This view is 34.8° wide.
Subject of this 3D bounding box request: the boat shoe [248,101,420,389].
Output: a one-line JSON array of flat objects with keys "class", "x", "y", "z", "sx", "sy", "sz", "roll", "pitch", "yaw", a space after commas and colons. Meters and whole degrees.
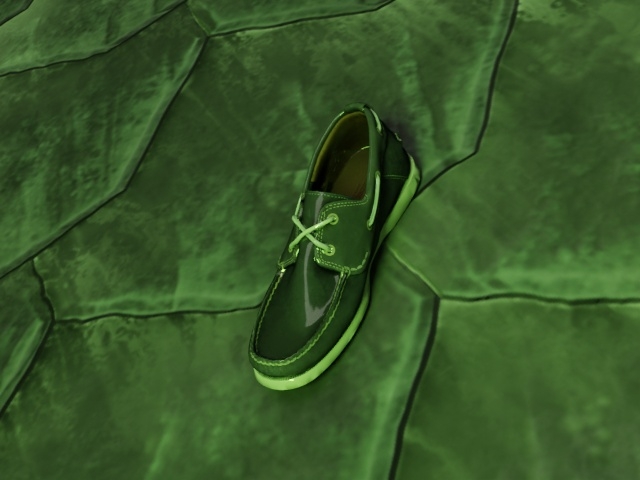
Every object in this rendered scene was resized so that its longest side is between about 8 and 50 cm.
[{"class": "boat shoe", "x": 0.000, "y": 0.000, "z": 0.747, "sx": 0.084, "sy": 0.079, "sz": 0.233, "roll": 4, "pitch": 53, "yaw": 32}]
